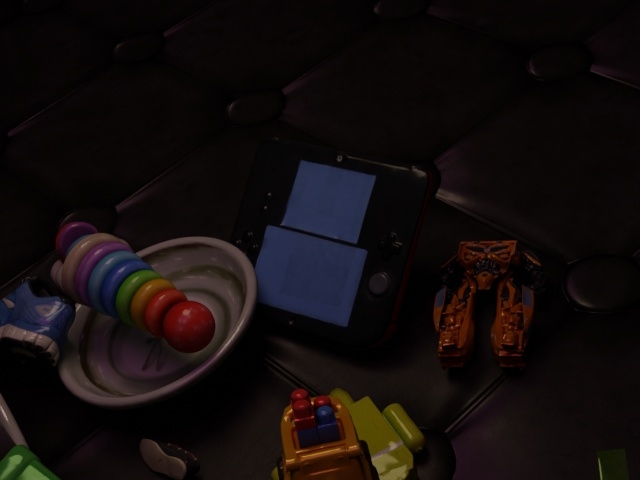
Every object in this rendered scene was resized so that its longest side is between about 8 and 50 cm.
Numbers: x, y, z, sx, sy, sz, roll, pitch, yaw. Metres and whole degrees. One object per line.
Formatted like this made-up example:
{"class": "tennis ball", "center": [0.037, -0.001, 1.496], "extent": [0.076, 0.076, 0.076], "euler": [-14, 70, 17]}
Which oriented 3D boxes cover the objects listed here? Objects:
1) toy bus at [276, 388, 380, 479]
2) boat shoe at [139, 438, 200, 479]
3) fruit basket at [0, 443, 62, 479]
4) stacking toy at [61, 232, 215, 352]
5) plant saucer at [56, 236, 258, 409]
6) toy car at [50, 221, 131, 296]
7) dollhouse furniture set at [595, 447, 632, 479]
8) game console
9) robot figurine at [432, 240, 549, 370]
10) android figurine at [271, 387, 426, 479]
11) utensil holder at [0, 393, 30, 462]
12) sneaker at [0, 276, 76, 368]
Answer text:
{"class": "toy bus", "center": [-0.002, 0.302, 1.630], "extent": [0.149, 0.211, 0.220], "euler": [-13, 19, -2]}
{"class": "boat shoe", "center": [-0.256, 0.368, 1.881], "extent": [0.133, 0.049, 0.042], "euler": [15, 17, 42]}
{"class": "fruit basket", "center": [-0.543, 0.506, 1.661], "extent": [0.392, 0.283, 0.392], "euler": [-2, 41, 2]}
{"class": "stacking toy", "center": [-0.308, 0.100, 1.957], "extent": [0.330, 0.141, 0.141], "euler": [24, 55, 38]}
{"class": "plant saucer", "center": [-0.286, 0.166, 2.045], "extent": [0.400, 0.100, 0.400], "euler": [-16, 41, 14]}
{"class": "toy car", "center": [-0.471, 0.025, 2.230], "extent": [0.159, 0.136, 0.182], "euler": [-29, 14, -16]}
{"class": "dollhouse furniture set", "center": [0.484, 0.438, 1.477], "extent": [0.197, 0.151, 0.301], "euler": [-6, 42, 12]}
{"class": "game console", "center": [0.000, 0.000, 2.036], "extent": [0.386, 0.060, 0.342], "euler": [15, 92, 32]}
{"class": "robot figurine", "center": [0.294, 0.102, 1.960], "extent": [0.211, 0.085, 0.291], "euler": [-2, 43, 15]}
{"class": "android figurine", "center": [0.049, 0.354, 1.784], "extent": [0.248, 0.056, 0.273], "euler": [-28, 42, -13]}
{"class": "utensil holder", "center": [-0.712, 0.318, 1.782], "extent": [0.385, 0.327, 0.327], "euler": [-29, 43, -13]}
{"class": "sneaker", "center": [-0.555, 0.150, 2.098], "extent": [0.330, 0.130, 0.147], "euler": [1, 52, 48]}
